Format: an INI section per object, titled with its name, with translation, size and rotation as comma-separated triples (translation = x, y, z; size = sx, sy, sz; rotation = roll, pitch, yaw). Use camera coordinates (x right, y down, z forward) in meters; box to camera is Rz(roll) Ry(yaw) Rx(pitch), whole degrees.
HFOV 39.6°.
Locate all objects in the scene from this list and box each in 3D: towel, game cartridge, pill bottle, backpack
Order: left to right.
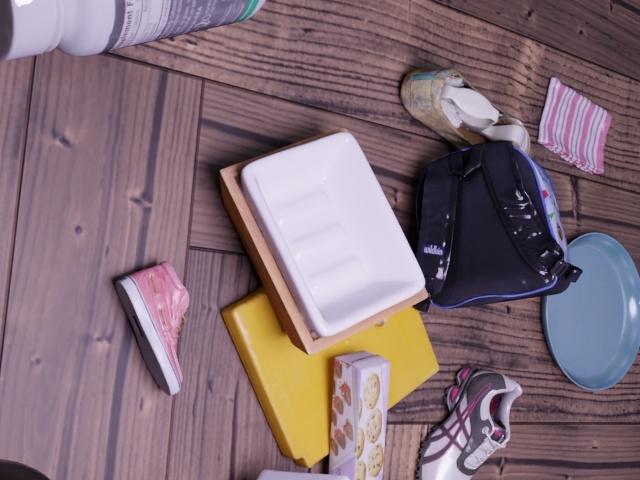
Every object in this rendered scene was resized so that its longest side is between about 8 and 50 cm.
[pill bottle]
translation = -0.256, -0.349, 1.126
size = 0.361, 0.204, 0.204
rotation = -22, 101, -35
[game cartridge]
translation = 0.026, 0.161, 1.412
size = 0.324, 0.053, 0.285
rotation = -29, 105, -32
[backpack]
translation = 0.288, -0.026, 1.490
size = 0.213, 0.277, 0.263
rotation = 6, 74, -68
[towel]
translation = 0.521, -0.232, 1.807
size = 0.197, 0.029, 0.144
rotation = 22, 74, -34

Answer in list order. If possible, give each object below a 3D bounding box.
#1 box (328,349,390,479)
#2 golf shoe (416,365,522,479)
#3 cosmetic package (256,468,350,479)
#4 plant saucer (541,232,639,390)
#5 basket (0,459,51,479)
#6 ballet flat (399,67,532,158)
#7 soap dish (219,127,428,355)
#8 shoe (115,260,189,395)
[box]
translation = 0.056, 0.331, 1.363
size = 0.067, 0.063, 0.324
rotation = -7, 107, -39
[golf shoe]
translation = 0.252, 0.347, 1.525
size = 0.105, 0.120, 0.272
rotation = 33, 70, -33
[cosmetic package]
translation = 0.030, 0.560, 1.257
size = 0.453, 0.162, 0.230
rotation = 59, 42, -28
[plant saucer]
translation = 0.547, 0.143, 1.800
size = 0.318, 0.044, 0.317
rotation = 2, 87, -37
[basket]
translation = -0.341, 0.347, 1.014
size = 0.204, 0.227, 0.154
rotation = 23, 74, -34
[ballet flat]
translation = 0.292, -0.203, 1.583
size = 0.349, 0.123, 0.123
rotation = 27, 72, -33
[soap dish]
translation = 0.000, 0.000, 1.309
size = 0.229, 0.118, 0.290
rotation = -23, 85, -32
[shoe]
translation = -0.211, 0.119, 1.223
size = 0.081, 0.063, 0.178
rotation = -26, 99, -30
